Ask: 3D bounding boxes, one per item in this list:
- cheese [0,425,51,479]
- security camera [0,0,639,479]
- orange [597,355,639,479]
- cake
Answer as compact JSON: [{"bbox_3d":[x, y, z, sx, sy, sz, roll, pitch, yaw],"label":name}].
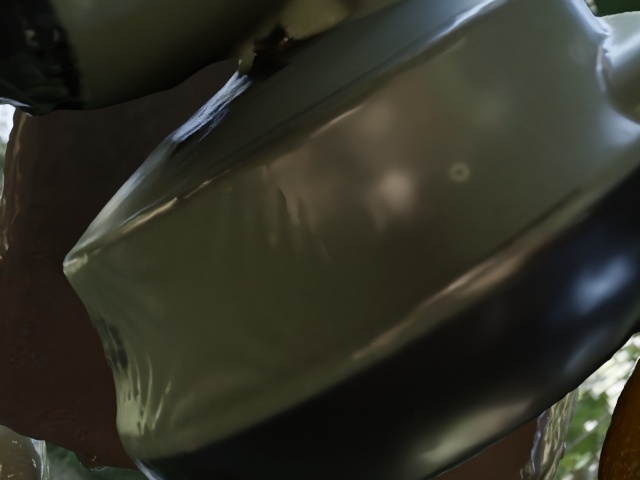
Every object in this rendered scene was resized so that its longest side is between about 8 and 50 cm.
[{"bbox_3d":[-0.242,0.233,1.155,0.159,0.093,0.263,-140,-138,-68],"label":"cheese"},{"bbox_3d":[-0.029,-0.075,0.440,0.277,0.191,0.197,59,-11,-7],"label":"security camera"},{"bbox_3d":[0.225,0.101,0.596,0.236,0.236,0.236,22,-55,36],"label":"orange"},{"bbox_3d":[0.000,0.000,0.777,0.309,0.237,0.230,10,-78,12],"label":"cake"}]
